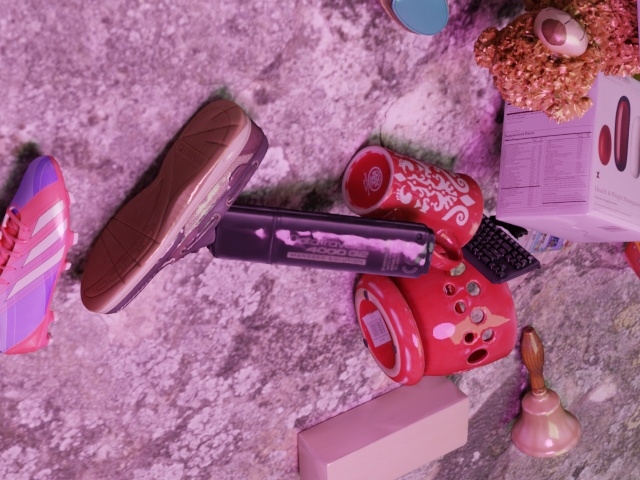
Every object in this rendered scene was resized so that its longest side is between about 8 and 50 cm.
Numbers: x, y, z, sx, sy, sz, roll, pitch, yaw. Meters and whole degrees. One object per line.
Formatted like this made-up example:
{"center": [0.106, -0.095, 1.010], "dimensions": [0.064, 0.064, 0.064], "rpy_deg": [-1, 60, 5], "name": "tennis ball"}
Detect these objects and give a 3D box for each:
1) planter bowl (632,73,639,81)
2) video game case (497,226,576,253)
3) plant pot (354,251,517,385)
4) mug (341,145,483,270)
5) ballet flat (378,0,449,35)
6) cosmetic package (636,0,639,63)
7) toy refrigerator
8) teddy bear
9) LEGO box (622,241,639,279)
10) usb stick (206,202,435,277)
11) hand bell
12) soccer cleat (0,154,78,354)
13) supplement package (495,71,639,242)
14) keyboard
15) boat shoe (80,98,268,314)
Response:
{"center": [0.511, -0.275, 1.646], "dimensions": [0.217, 0.090, 0.217], "rpy_deg": [-22, 134, -25], "name": "planter bowl"}
{"center": [0.357, -0.073, 1.740], "dimensions": [0.193, 0.023, 0.212], "rpy_deg": [-5, 125, -37], "name": "video game case"}
{"center": [0.155, 0.104, 1.596], "dimensions": [0.174, 0.191, 0.191], "rpy_deg": [-22, 135, -18], "name": "plant pot"}
{"center": [0.127, -0.049, 1.480], "dimensions": [0.169, 0.150, 0.113], "rpy_deg": [19, 107, -42], "name": "mug"}
{"center": [0.076, -0.300, 1.282], "dimensions": [0.073, 0.067, 0.206], "rpy_deg": [-46, 143, 9], "name": "ballet flat"}
{"center": [0.487, -0.406, 1.305], "dimensions": [0.230, 0.161, 0.453], "rpy_deg": [-7, 95, -35], "name": "cosmetic package"}
{"center": [0.099, 0.310, 1.800], "dimensions": [0.269, 0.094, 0.102], "rpy_deg": [-21, 128, -26], "name": "toy refrigerator"}
{"center": [0.342, -0.295, 1.394], "dimensions": [0.338, 0.113, 0.245], "rpy_deg": [-25, 92, -22], "name": "teddy bear"}
{"center": [0.726, -0.103, 1.740], "dimensions": [0.372, 0.193, 0.500], "rpy_deg": [-22, 151, -17], "name": "LEGO box"}
{"center": [0.000, 0.000, 1.397], "dimensions": [0.278, 0.045, 0.077], "rpy_deg": [6, 117, -7], "name": "usb stick"}
{"center": [0.380, 0.248, 1.989], "dimensions": [0.126, 0.126, 0.242], "rpy_deg": [-28, 126, -19], "name": "hand bell"}
{"center": [-0.322, 0.023, 1.219], "dimensions": [0.095, 0.083, 0.248], "rpy_deg": [-6, 129, -31], "name": "soccer cleat"}
{"center": [0.358, -0.113, 1.543], "dimensions": [0.194, 0.149, 0.203], "rpy_deg": [13, 79, -44], "name": "supplement package"}
{"center": [0.226, -0.011, 1.561], "dimensions": [0.108, 0.180, 0.023], "rpy_deg": [-20, 135, -27], "name": "keyboard"}
{"center": [-0.160, -0.025, 1.295], "dimensions": [0.092, 0.103, 0.285], "rpy_deg": [34, 93, -44], "name": "boat shoe"}
